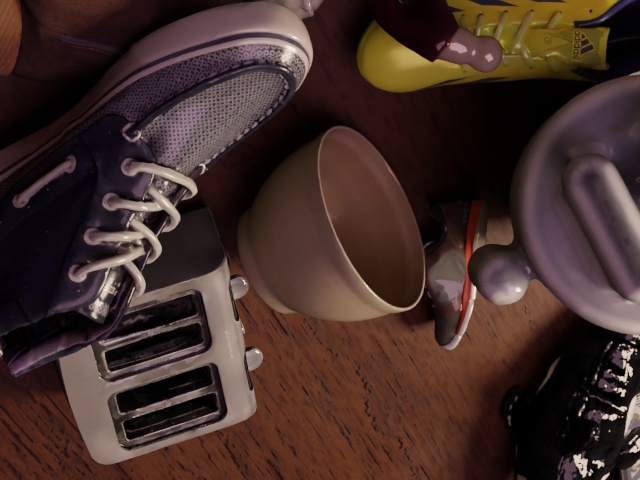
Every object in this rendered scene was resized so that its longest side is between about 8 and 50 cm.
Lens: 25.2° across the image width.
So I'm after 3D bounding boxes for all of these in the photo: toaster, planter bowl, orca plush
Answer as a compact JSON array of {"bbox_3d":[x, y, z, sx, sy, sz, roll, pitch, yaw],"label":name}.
[{"bbox_3d":[-0.150,0.077,1.194,0.186,0.110,0.168,-16,124,-12],"label":"toaster"},{"bbox_3d":[0.000,0.000,1.192,0.109,0.162,0.162,-24,131,26],"label":"planter bowl"},{"bbox_3d":[0.280,0.172,1.406,0.151,0.102,0.287,36,104,-11],"label":"orca plush"}]

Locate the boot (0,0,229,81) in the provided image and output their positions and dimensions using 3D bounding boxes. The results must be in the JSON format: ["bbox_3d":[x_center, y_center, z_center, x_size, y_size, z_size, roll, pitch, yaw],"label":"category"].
[{"bbox_3d":[-0.146,-0.192,1.004,0.207,0.090,0.248,11,147,-33],"label":"boot"}]

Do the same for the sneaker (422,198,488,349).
[{"bbox_3d":[0.113,0.027,1.315,0.065,0.061,0.157,9,119,3],"label":"sneaker"}]

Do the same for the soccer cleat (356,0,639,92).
[{"bbox_3d":[0.173,-0.168,1.165,0.289,0.121,0.093,-11,124,-16],"label":"soccer cleat"}]

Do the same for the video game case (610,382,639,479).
[{"bbox_3d":[0.444,0.208,1.565,0.275,0.035,0.248,-21,126,-9],"label":"video game case"}]

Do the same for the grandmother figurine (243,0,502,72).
[{"bbox_3d":[0.096,-0.228,1.101,0.343,0.207,0.104,-9,168,-9],"label":"grandmother figurine"}]

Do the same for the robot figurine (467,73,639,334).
[{"bbox_3d":[0.259,-0.031,1.179,0.300,0.353,0.199,-24,89,5],"label":"robot figurine"}]

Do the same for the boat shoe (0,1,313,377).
[{"bbox_3d":[-0.136,-0.026,1.042,0.341,0.158,0.127,-30,146,25],"label":"boat shoe"}]
